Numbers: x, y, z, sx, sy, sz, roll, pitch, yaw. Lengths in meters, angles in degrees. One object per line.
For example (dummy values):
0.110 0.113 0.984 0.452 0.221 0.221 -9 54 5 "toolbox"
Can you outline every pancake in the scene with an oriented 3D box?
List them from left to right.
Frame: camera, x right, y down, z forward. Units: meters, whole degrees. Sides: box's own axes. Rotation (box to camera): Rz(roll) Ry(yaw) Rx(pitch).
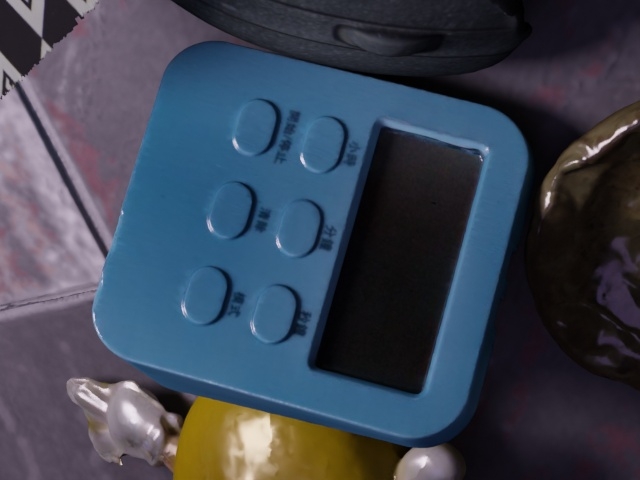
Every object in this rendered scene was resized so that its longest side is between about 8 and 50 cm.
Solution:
0.252 0.004 1.073 0.242 0.050 0.242 7 126 10 "pancake"

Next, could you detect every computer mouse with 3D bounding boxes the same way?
-0.049 -0.197 0.997 0.374 0.114 0.203 33 159 7 "computer mouse"

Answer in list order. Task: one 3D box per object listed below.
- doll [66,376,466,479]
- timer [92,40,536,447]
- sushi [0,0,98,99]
-0.036 0.153 1.234 0.348 0.161 0.423 46 129 14 "doll"
0.000 0.000 1.070 0.250 0.232 0.091 11 166 16 "timer"
-0.187 -0.241 0.949 0.264 0.050 0.290 60 150 0 "sushi"
